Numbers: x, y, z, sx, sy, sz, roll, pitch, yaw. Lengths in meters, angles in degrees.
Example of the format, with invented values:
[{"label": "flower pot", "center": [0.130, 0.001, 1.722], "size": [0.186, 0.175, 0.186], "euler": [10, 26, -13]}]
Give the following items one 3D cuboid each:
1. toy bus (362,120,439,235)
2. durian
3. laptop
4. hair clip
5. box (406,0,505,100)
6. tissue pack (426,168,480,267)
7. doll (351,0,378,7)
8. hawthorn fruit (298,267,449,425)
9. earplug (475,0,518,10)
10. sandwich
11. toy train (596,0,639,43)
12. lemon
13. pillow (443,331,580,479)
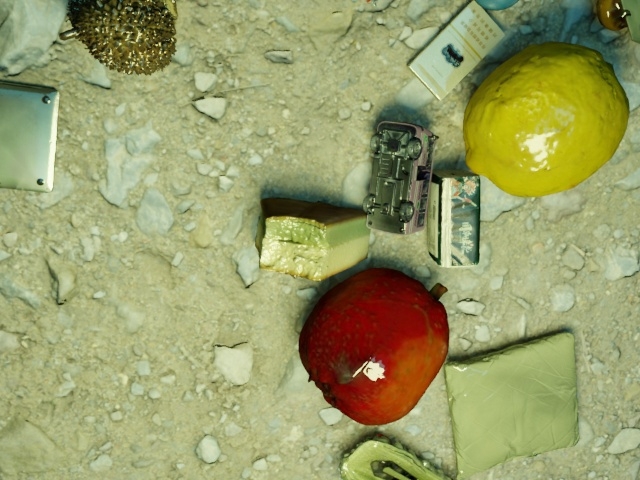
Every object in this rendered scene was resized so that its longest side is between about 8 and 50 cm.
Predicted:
[{"label": "toy bus", "center": [0.149, -0.113, 1.412], "size": [0.108, 0.096, 0.199], "euler": [-8, 108, -52]}, {"label": "durian", "center": [-0.325, -0.350, 1.257], "size": [0.196, 0.196, 0.167], "euler": [-12, 124, -4]}, {"label": "laptop", "center": [-0.594, -0.186, 1.348], "size": [0.269, 0.015, 0.188], "euler": [6, 104, -9]}, {"label": "hair clip", "center": [0.179, 0.487, 1.591], "size": [0.321, 0.091, 0.138], "euler": [39, 104, -22]}, {"label": "box", "center": [0.246, -0.344, 1.414], "size": [0.167, 0.024, 0.090], "euler": [-45, 105, 5]}, {"label": "tissue pack", "center": [0.246, -0.043, 1.452], "size": [0.090, 0.103, 0.170], "euler": [-2, 104, -8]}, {"label": "doll", "center": [0.066, -0.438, 1.360], "size": [0.114, 0.039, 0.057], "euler": [-4, 147, -15]}, {"label": "hawthorn fruit", "center": [0.111, 0.176, 1.421], "size": [0.307, 0.265, 0.265], "euler": [-44, 107, -16]}, {"label": "earplug", "center": [0.335, -0.510, 1.297], "size": [0.132, 0.132, 0.273], "euler": [16, 131, -11]}, {"label": "sandwich", "center": [0.000, 0.000, 1.389], "size": [0.220, 0.186, 0.108], "euler": [6, 105, -10]}, {"label": "toy train", "center": [0.578, -0.509, 1.320], "size": [0.231, 0.163, 0.369], "euler": [-38, 120, -14]}, {"label": "lemon", "center": [0.387, -0.207, 1.355], "size": [0.284, 0.260, 0.260], "euler": [-15, 106, -8]}, {"label": "pillow", "center": [0.389, 0.333, 1.585], "size": [0.280, 0.076, 0.274], "euler": [-13, 112, -9]}]
